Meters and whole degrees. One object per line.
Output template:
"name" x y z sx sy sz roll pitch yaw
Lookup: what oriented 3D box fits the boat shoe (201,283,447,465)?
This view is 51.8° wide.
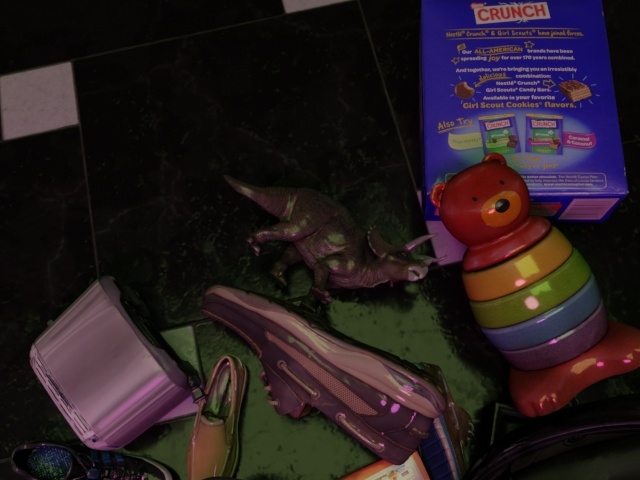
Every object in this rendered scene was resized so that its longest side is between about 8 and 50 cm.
"boat shoe" -0.021 0.163 0.833 0.356 0.132 0.130 24 88 28

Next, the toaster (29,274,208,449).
"toaster" -0.263 0.168 0.858 0.146 0.129 0.227 -40 74 -7

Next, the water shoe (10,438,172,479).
"water shoe" -0.292 0.302 0.835 0.203 0.080 0.072 9 72 5

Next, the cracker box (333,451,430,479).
"cracker box" 0.091 0.390 0.798 0.156 0.067 0.232 -22 71 -5

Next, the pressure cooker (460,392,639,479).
"pressure cooker" 0.338 0.332 0.601 0.370 0.375 0.420 -34 92 -5

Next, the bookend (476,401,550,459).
"bookend" 0.276 0.297 0.820 0.156 0.072 0.157 12 72 6

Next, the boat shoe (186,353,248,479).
"boat shoe" -0.139 0.241 0.854 0.068 0.072 0.189 4 71 3

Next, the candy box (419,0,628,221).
"candy box" 0.279 -0.191 0.964 0.268 0.122 0.317 1 72 4

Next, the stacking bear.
"stacking bear" 0.246 0.036 0.817 0.175 0.164 0.289 -29 94 3

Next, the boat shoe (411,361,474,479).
"boat shoe" 0.161 0.240 0.844 0.066 0.066 0.183 -5 65 -26

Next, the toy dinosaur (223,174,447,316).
"toy dinosaur" 0.000 0.000 0.929 0.314 0.121 0.160 35 64 18

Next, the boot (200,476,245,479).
"boot" -0.143 0.333 0.735 0.339 0.222 0.118 7 41 -1
